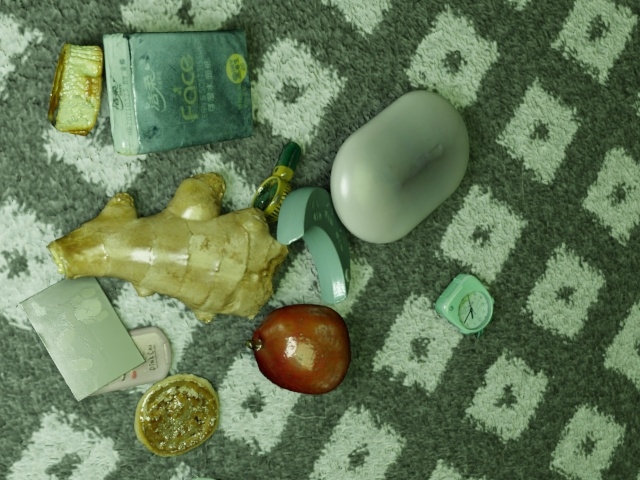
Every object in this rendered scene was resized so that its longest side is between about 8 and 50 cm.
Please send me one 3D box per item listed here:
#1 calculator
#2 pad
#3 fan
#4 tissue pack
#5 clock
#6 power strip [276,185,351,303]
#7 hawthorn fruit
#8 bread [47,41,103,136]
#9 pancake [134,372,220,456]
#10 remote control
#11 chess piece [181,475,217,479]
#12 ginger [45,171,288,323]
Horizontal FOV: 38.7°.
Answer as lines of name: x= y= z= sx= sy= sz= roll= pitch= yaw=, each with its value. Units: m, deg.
calculator: x=-0.339 y=0.204 z=1.549 sx=0.175 sy=0.032 sz=0.100 roll=-10 pitch=100 yaw=-22
pad: x=-0.392 y=0.153 z=1.508 sx=0.127 sy=0.004 sz=0.190 roll=-31 pitch=92 yaw=-18
fan: x=-0.070 y=-0.103 z=1.613 sx=0.039 sy=0.082 sz=0.155 roll=30 pitch=73 yaw=-29
tissue pack: x=-0.224 y=-0.244 z=1.470 sx=0.257 sy=0.081 sz=0.185 roll=-17 pitch=107 yaw=-49
clock: x=0.299 y=0.139 z=1.821 sx=0.101 sy=0.041 sz=0.135 roll=-48 pitch=113 yaw=-12
power strip: x=0.000 y=0.000 z=1.606 sx=0.253 sy=0.054 sz=0.167 roll=53 pitch=37 yaw=-50
hawthorn fruit: x=-0.041 y=0.188 z=1.605 sx=0.188 sy=0.169 sz=0.169 roll=13 pitch=91 yaw=-36
bread: x=-0.381 y=-0.237 z=1.425 sx=0.069 sy=0.128 sz=0.140 roll=9 pitch=87 yaw=-21
pancake: x=-0.249 y=0.308 z=1.604 sx=0.158 sy=0.028 sz=0.158 roll=-4 pitch=100 yaw=-22
remote control: x=0.151 y=-0.136 z=1.675 sx=0.332 sy=0.103 sz=0.221 roll=-39 pitch=117 yaw=-24
chess piece: x=-0.167 y=0.573 z=1.622 sx=0.176 sy=0.176 sz=0.298 roll=-39 pitch=123 yaw=-15
ginger: x=-0.238 y=0.000 z=1.500 sx=0.376 sy=0.166 sz=0.236 roll=17 pitch=105 yaw=-32
